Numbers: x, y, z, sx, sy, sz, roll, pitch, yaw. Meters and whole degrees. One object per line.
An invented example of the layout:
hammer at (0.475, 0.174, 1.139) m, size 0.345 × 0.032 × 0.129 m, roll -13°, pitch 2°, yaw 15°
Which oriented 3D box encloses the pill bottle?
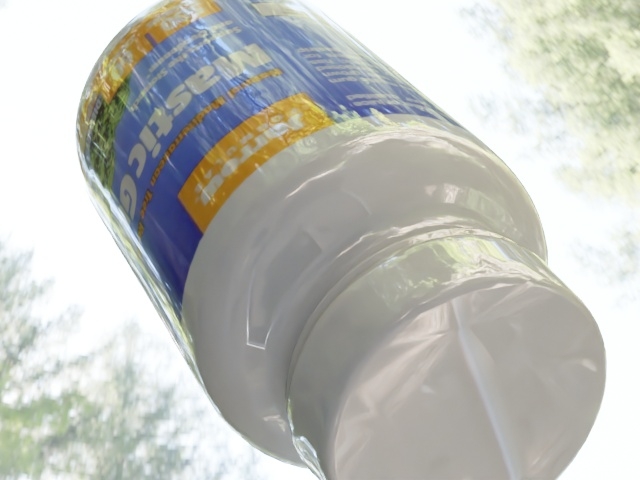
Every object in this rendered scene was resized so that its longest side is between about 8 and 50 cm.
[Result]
pill bottle at (0.000, 0.000, 0.594) m, size 0.152 × 0.272 × 0.152 m, roll -11°, pitch -60°, yaw -20°
